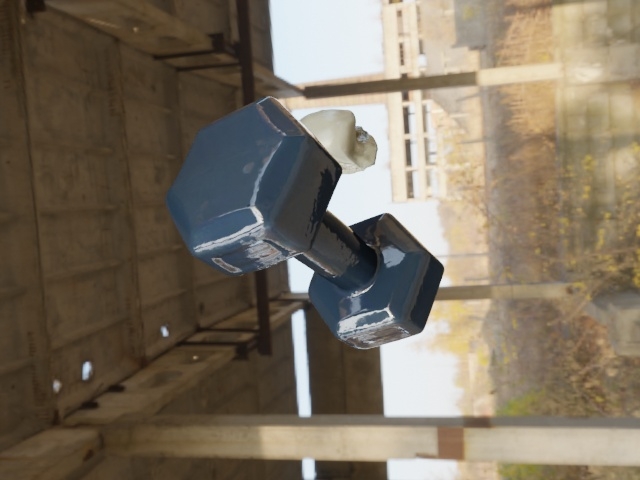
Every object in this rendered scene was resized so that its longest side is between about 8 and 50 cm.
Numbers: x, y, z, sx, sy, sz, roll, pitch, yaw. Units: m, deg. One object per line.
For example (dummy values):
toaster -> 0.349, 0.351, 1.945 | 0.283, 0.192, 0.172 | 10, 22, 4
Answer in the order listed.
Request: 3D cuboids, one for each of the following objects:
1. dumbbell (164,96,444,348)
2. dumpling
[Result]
dumbbell -> 0.000, 0.000, 0.680 | 0.325, 0.144, 0.159 | 39, -110, -50
dumpling -> 0.015, -0.166, 1.080 | 0.150, 0.177, 0.092 | -43, -59, -41
